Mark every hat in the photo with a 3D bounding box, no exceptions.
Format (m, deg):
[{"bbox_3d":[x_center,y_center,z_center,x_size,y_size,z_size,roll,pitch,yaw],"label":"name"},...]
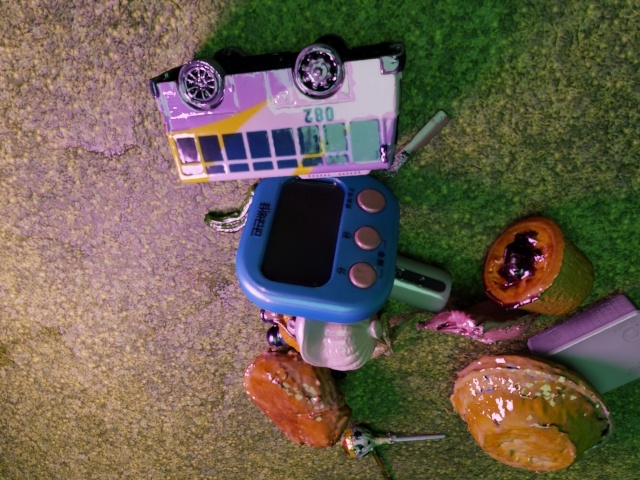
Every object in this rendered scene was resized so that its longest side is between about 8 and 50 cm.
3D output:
[{"bbox_3d":[0.388,0.192,1.086,0.287,0.237,0.107,-4,86,-23],"label":"hat"}]

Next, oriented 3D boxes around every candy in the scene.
[{"bbox_3d":[0.212,0.577,1.374,0.306,0.083,0.091,-5,121,1],"label":"candy"}]

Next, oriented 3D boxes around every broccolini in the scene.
[{"bbox_3d":[0.194,0.720,1.470,0.058,0.071,0.254,0,118,55],"label":"broccolini"}]

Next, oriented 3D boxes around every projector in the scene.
[{"bbox_3d":[0.131,0.070,1.096,0.338,0.108,0.108,19,118,-2],"label":"projector"},{"bbox_3d":[0.664,0.264,1.136,0.257,0.099,0.192,-35,107,21],"label":"projector"}]

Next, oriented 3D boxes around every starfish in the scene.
[{"bbox_3d":[0.165,0.242,1.173,0.217,0.050,0.223,-41,146,-11],"label":"starfish"}]

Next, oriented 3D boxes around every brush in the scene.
[{"bbox_3d":[0.197,-0.197,0.997,0.034,0.027,0.190,39,114,-15],"label":"brush"}]

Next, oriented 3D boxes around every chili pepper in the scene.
[{"bbox_3d":[-0.190,-0.066,1.100,0.182,0.050,0.073,-29,117,22],"label":"chili pepper"}]

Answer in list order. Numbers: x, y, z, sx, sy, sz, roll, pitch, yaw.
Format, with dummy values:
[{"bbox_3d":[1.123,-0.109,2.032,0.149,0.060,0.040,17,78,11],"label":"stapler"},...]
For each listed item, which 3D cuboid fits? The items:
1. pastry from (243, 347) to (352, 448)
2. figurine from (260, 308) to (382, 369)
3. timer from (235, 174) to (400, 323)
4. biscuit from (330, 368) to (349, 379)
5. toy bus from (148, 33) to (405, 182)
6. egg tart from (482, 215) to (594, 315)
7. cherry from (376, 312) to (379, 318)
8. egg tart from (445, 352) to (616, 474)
[{"bbox_3d":[-0.054,0.400,1.246,0.255,0.162,0.310,-20,110,42],"label":"pastry"},{"bbox_3d":[0.000,0.189,1.090,0.205,0.332,0.185,-19,98,-21],"label":"figurine"},{"bbox_3d":[0.000,0.000,0.967,0.309,0.339,0.115,9,148,2],"label":"timer"},{"bbox_3d":[0.036,0.346,1.293,0.089,0.027,0.087,14,119,1],"label":"biscuit"},{"bbox_3d":[-0.058,-0.243,0.901,0.441,0.209,0.249,-3,118,9],"label":"toy bus"},{"bbox_3d":[0.466,0.065,1.006,0.171,0.215,0.215,24,118,-18],"label":"egg tart"},{"bbox_3d":[0.105,0.220,1.193,0.107,0.090,0.225,-17,126,10],"label":"cherry"},{"bbox_3d":[0.500,0.439,1.157,0.388,0.169,0.387,15,136,15],"label":"egg tart"}]
